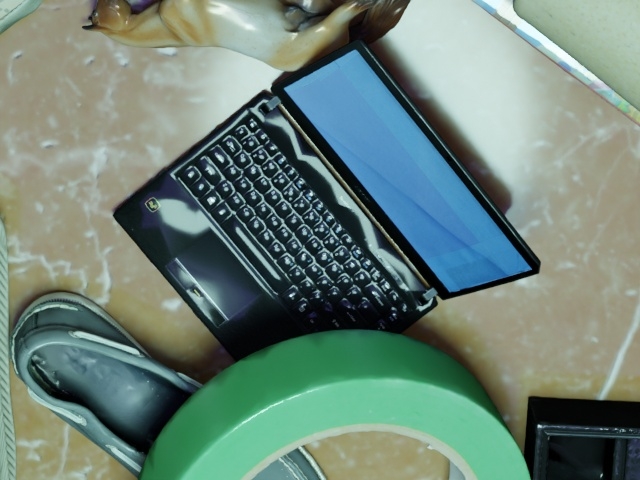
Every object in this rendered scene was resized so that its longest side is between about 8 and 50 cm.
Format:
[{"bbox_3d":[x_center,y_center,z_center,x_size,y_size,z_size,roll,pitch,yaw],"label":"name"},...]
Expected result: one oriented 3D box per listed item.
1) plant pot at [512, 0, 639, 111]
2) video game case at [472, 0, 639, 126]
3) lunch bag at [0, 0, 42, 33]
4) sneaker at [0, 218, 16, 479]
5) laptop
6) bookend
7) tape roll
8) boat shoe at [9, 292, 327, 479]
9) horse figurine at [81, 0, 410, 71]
[{"bbox_3d":[0.323,-0.186,1.371,0.305,0.334,0.334,32,102,4],"label":"plant pot"},{"bbox_3d":[0.277,-0.204,1.520,0.285,0.025,0.204,36,101,-7],"label":"video game case"},{"bbox_3d":[-0.345,-0.244,1.429,0.235,0.169,0.287,-34,88,10],"label":"lunch bag"},{"bbox_3d":[-0.339,0.138,1.565,0.148,0.131,0.350,3,98,7],"label":"sneaker"},{"bbox_3d":[0.000,0.000,1.514,0.264,0.136,0.234,-38,100,9],"label":"laptop"},{"bbox_3d":[0.249,0.219,1.598,0.156,0.072,0.157,3,104,-1],"label":"bookend"},{"bbox_3d":[0.011,0.227,1.542,0.321,0.077,0.321,-7,120,-13],"label":"tape roll"},{"bbox_3d":[-0.124,0.166,1.573,0.319,0.099,0.116,38,98,-9],"label":"boat shoe"},{"bbox_3d":[-0.044,-0.192,1.484,0.263,0.066,0.174,8,139,-12],"label":"horse figurine"}]
